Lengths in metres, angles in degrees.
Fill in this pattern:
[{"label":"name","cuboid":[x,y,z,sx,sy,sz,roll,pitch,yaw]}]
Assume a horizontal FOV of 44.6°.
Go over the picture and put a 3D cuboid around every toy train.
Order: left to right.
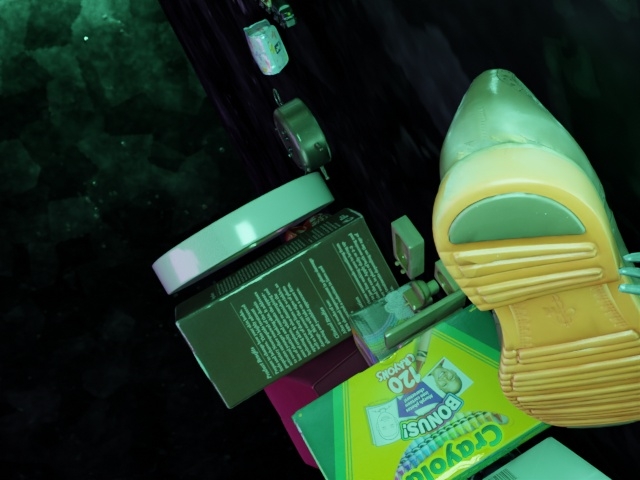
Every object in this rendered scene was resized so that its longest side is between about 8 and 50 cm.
[{"label":"toy train","cuboid":[-0.077,-0.353,1.126,0.158,0.027,0.036,53,167,43]}]

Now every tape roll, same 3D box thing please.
[{"label":"tape roll","cuboid":[-0.154,-0.015,1.578,0.072,0.392,0.392,60,173,-1]}]

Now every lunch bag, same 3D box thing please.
[{"label":"lunch bag","cuboid":[-0.087,-0.313,1.266,0.083,0.053,0.071,-112,-1,-61]}]

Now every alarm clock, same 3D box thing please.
[{"label":"alarm clock","cuboid":[-0.045,-0.201,1.403,0.192,0.064,0.129,61,174,26]}]

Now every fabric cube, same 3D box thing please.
[{"label":"fabric cube","cuboid":[0.071,0.305,1.570,0.258,0.254,0.259,-4,116,60]}]

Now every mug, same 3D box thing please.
[{"label":"mug","cuboid":[0.008,-0.005,1.590,0.150,0.113,0.169,45,-177,-19]}]

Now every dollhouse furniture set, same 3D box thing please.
[{"label":"dollhouse furniture set","cuboid":[0.110,0.069,1.106,0.151,0.123,0.144,57,172,25]}]

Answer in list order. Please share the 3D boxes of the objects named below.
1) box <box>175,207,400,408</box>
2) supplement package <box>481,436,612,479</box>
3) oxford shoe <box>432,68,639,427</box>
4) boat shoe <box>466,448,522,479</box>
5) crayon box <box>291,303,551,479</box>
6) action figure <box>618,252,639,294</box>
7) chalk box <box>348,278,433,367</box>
[{"label":"box","cuboid":[-0.056,0.118,1.434,0.191,0.381,0.143,62,173,-13]},{"label":"supplement package","cuboid":[0.291,0.419,0.918,0.263,0.199,0.198,61,174,-10]},{"label":"oxford shoe","cuboid":[0.185,0.029,0.585,0.364,0.129,0.133,58,-150,-44]},{"label":"boat shoe","cuboid":[0.275,0.371,1.149,0.340,0.127,0.113,53,171,34]},{"label":"crayon box","cuboid":[0.127,0.219,0.954,0.165,0.278,0.081,57,174,26]},{"label":"action figure","cuboid":[0.231,0.100,0.306,0.276,0.140,0.164,-129,23,-61]},{"label":"chalk box","cuboid":[0.158,0.198,1.266,0.213,0.132,0.132,58,173,29]}]
